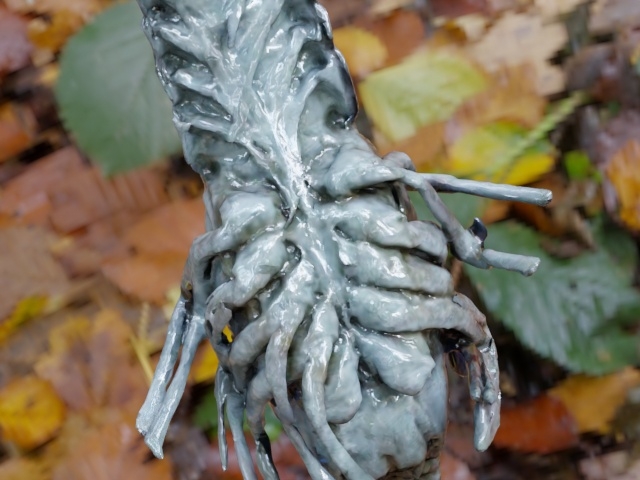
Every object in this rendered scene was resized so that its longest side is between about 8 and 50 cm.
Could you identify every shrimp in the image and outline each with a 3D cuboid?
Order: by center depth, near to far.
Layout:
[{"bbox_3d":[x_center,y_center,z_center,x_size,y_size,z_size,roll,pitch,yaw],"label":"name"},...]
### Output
[{"bbox_3d":[0.001,0.002,0.873,0.221,0.410,0.166,-20,9,-2],"label":"shrimp"}]
